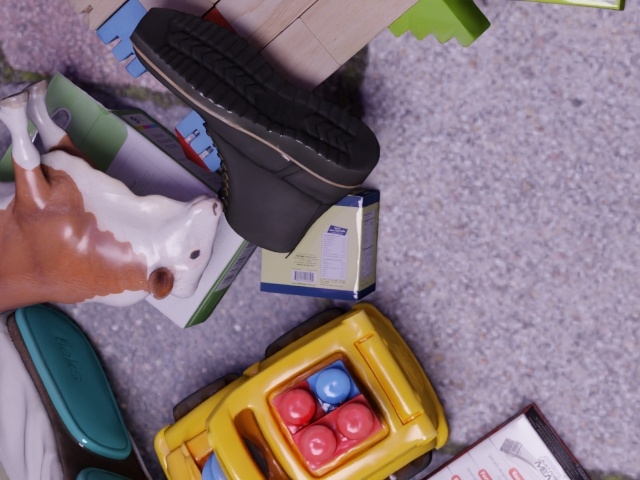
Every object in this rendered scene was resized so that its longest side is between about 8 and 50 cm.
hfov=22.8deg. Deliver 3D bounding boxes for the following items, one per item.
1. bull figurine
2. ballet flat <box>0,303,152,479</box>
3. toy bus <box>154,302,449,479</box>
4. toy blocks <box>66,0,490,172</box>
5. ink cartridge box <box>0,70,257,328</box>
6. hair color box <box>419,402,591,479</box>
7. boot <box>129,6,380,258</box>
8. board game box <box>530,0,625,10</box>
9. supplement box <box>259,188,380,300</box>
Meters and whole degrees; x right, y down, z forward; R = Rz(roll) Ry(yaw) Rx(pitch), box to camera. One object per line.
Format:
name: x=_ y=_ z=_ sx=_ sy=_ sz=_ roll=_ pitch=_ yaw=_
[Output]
bull figurine: x=-0.223 y=-0.020 z=1.226 sx=0.310 sy=0.101 sz=0.188 roll=-14 pitch=104 yaw=34
ballet flat: x=-0.188 y=0.211 z=1.225 sx=0.139 sy=0.139 sz=0.400 roll=-52 pitch=43 yaw=15
toy bus: x=-0.019 y=0.150 z=1.193 sx=0.220 sy=0.211 sz=0.149 roll=-31 pitch=85 yaw=1
toy blocks: x=-0.086 y=-0.236 z=1.213 sx=0.261 sy=0.191 sz=0.381 roll=-37 pitch=95 yaw=29
ink cartridge box: x=-0.152 y=-0.036 z=1.300 sx=0.209 sy=0.062 sz=0.109 roll=38 pitch=106 yaw=9
hair color box: x=0.126 y=0.215 z=1.256 sx=0.167 sy=0.053 sz=0.093 roll=-37 pitch=85 yaw=18
boot: x=-0.072 y=-0.070 z=1.172 sx=0.198 sy=0.077 sz=0.137 roll=36 pitch=136 yaw=-3
board game box: x=0.191 y=-0.267 z=1.185 sx=0.092 sy=0.043 sz=0.181 roll=8 pitch=99 yaw=15
supplement box: x=0.000 y=0.000 z=1.264 sx=0.083 sy=0.056 sz=0.083 roll=5 pitch=98 yaw=15
